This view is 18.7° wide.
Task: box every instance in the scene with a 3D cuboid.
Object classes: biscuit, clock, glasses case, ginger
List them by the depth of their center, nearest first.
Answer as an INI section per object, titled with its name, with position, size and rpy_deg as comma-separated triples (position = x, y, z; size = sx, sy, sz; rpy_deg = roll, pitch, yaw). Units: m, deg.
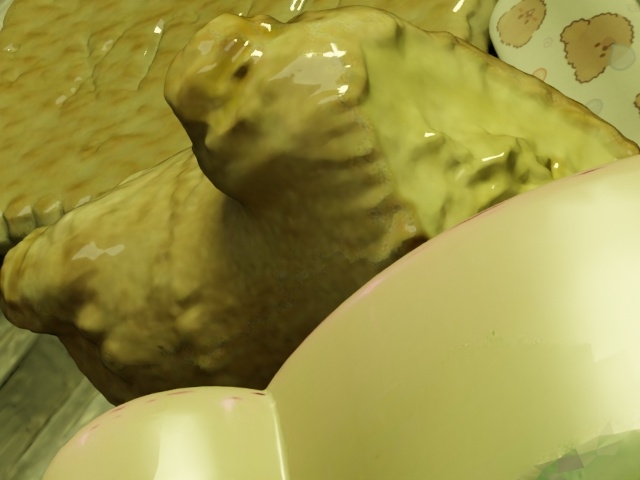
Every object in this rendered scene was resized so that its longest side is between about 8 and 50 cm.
[clock]
position = 0.107, 0.093, 0.452
size = 0.284, 0.309, 0.114
rpy_deg = -28, 45, 19
[ginger]
position = 0.000, 0.000, 0.711
size = 0.275, 0.221, 0.130
rpy_deg = -7, 61, 26
[glasses case]
position = 0.114, -0.061, 0.785
size = 0.063, 0.041, 0.164
rpy_deg = -33, 41, 13
[biscuit]
position = -0.051, -0.088, 0.948
size = 0.324, 0.044, 0.217
rpy_deg = -10, 50, 35
